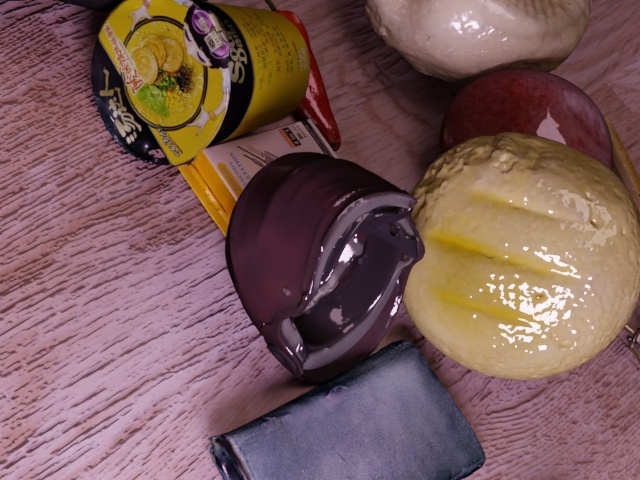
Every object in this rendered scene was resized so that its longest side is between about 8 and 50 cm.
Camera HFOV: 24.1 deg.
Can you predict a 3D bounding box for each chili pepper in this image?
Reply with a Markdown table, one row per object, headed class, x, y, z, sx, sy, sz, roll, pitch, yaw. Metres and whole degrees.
| class | x | y | z | sx | sy | sz | roll | pitch | yaw |
| --- | --- | --- | --- | --- | --- | --- | --- | --- | --- |
| chili pepper | -0.035 | -0.243 | 2.080 | 0.071 | 0.063 | 0.272 | -10 | 66 | -31 |

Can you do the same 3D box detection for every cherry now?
| class | x | y | z | sx | sy | sz | roll | pitch | yaw |
| --- | --- | --- | --- | --- | --- | --- | --- | --- | --- |
| cherry | 0.297 | -0.113 | 2.125 | 0.261 | 0.221 | 0.307 | 20 | 49 | -29 |

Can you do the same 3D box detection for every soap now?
| class | x | y | z | sx | sy | sz | roll | pitch | yaw |
| --- | --- | --- | --- | --- | --- | --- | --- | --- | --- |
| soap | 0.462 | -0.068 | 2.329 | 0.037 | 0.092 | 0.252 | 4 | 54 | -41 |

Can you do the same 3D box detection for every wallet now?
| class | x | y | z | sx | sy | sz | roll | pitch | yaw |
| --- | --- | --- | --- | --- | --- | --- | --- | --- | --- |
| wallet | 0.042 | 0.245 | 1.724 | 0.379 | 0.046 | 0.191 | -23 | 80 | -50 |

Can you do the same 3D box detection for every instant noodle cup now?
| class | x | y | z | sx | sy | sz | roll | pitch | yaw |
| --- | --- | --- | --- | --- | --- | --- | --- | --- | --- |
| instant noodle cup | -0.134 | -0.212 | 1.868 | 0.215 | 0.215 | 0.236 | 55 | 33 | 11 |

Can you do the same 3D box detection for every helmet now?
| class | x | y | z | sx | sy | sz | roll | pitch | yaw |
| --- | --- | --- | --- | --- | --- | --- | --- | --- | --- |
| helmet | -0.013 | 0.021 | 1.748 | 0.177 | 0.305 | 0.225 | 35 | 60 | 22 |

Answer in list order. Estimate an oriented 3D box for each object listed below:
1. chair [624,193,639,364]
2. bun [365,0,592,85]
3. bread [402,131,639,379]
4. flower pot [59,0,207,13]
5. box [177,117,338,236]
| class | x | y | z | sx | sy | sz | roll | pitch | yaw |
| --- | --- | --- | --- | --- | --- | --- | --- | --- | --- |
| chair | 0.502 | 0.107 | 2.170 | 0.159 | 0.170 | 0.326 | -17 | 62 | -49 |
| bun | 0.222 | -0.362 | 2.261 | 0.352 | 0.227 | 0.349 | 9 | 47 | -22 |
| bread | 0.253 | 0.021 | 1.911 | 0.320 | 0.320 | 0.237 | 46 | 26 | 1 |
| flower pot | -0.257 | -0.420 | 1.875 | 0.251 | 0.379 | 0.379 | 30 | 37 | -49 |
| box | -0.060 | -0.080 | 1.935 | 0.247 | 0.033 | 0.129 | -22 | 73 | -48 |
